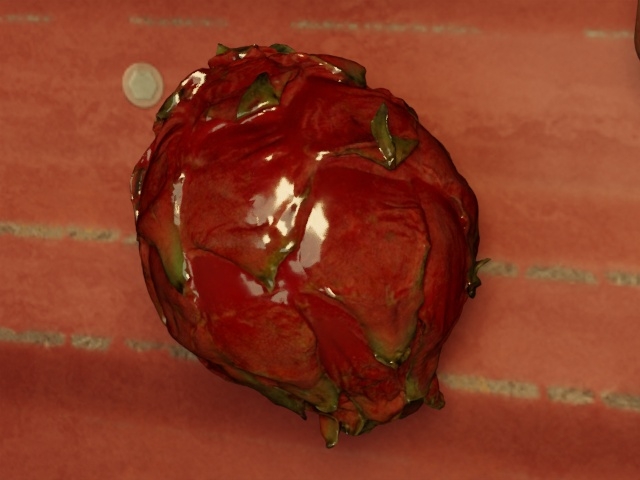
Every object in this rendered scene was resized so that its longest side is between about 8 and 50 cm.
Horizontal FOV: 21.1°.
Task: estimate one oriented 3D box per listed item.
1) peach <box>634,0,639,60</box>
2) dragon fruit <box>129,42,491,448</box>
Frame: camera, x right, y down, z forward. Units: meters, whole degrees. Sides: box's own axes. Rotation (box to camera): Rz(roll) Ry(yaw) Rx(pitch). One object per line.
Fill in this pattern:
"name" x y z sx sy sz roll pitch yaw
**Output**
"peach" 0.284 -0.153 1.080 0.152 0.152 0.152 5 103 21
"dragon fruit" 0.000 0.000 1.188 0.244 0.244 0.299 -25 108 25
